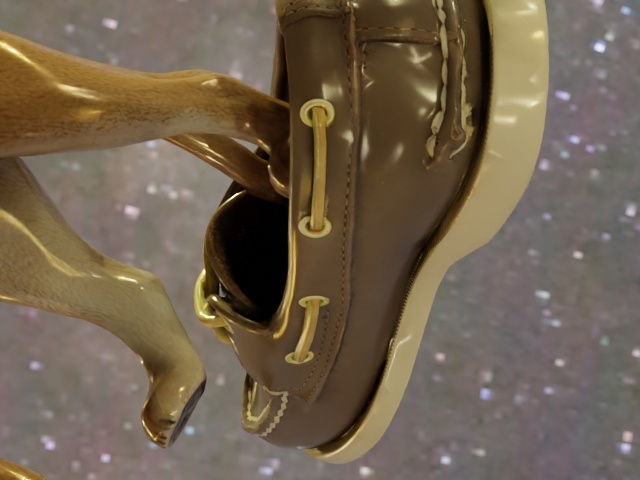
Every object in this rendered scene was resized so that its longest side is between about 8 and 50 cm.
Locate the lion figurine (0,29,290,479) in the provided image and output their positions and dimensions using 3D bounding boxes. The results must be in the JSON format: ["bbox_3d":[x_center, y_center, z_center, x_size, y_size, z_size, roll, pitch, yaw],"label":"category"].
[{"bbox_3d":[-0.163,0.013,0.602,0.142,0.240,0.392,-65,173,31],"label":"lion figurine"}]

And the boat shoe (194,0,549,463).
[{"bbox_3d":[0.000,0.000,0.747,0.324,0.097,0.116,115,-24,-59],"label":"boat shoe"}]
